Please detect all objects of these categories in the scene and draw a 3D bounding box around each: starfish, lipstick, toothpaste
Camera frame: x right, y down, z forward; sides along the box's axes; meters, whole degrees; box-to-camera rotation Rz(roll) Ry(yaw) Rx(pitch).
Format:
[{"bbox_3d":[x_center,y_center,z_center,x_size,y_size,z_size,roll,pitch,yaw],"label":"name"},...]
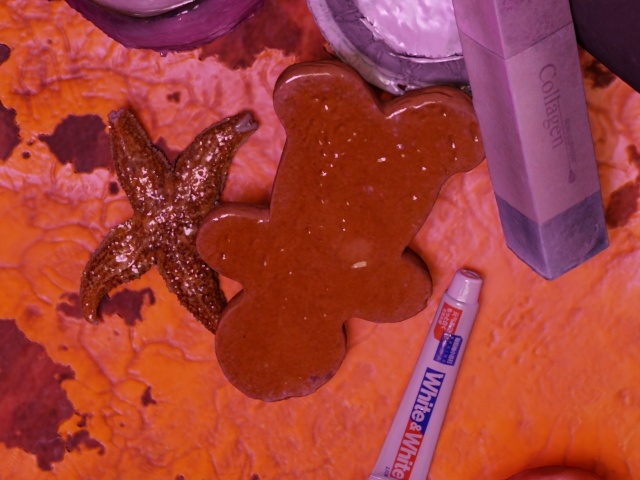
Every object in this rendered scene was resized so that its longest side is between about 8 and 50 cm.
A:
[{"bbox_3d":[-0.123,-0.006,1.397,0.227,0.043,0.240,46,108,-3],"label":"starfish"},{"bbox_3d":[0.157,-0.114,1.233,0.066,0.068,0.317,-29,129,-14],"label":"lipstick"},{"bbox_3d":[0.096,0.126,1.401,0.052,0.033,0.218,20,110,8],"label":"toothpaste"}]

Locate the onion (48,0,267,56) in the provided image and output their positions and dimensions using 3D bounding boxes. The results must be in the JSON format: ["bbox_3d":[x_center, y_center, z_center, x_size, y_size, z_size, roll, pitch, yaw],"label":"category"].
[{"bbox_3d":[-0.080,-0.305,1.255,0.348,0.159,0.267,-37,76,7],"label":"onion"}]

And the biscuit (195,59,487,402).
[{"bbox_3d":[0.001,-0.001,1.346,0.205,0.049,0.324,13,117,-11],"label":"biscuit"}]

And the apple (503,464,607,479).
[{"bbox_3d":[0.198,0.269,1.367,0.163,0.139,0.163,2,96,19],"label":"apple"}]

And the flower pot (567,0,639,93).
[{"bbox_3d":[0.283,-0.199,1.202,0.166,0.269,0.269,24,108,26],"label":"flower pot"}]

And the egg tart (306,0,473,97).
[{"bbox_3d":[0.092,-0.214,1.271,0.234,0.094,0.234,5,114,11],"label":"egg tart"}]
